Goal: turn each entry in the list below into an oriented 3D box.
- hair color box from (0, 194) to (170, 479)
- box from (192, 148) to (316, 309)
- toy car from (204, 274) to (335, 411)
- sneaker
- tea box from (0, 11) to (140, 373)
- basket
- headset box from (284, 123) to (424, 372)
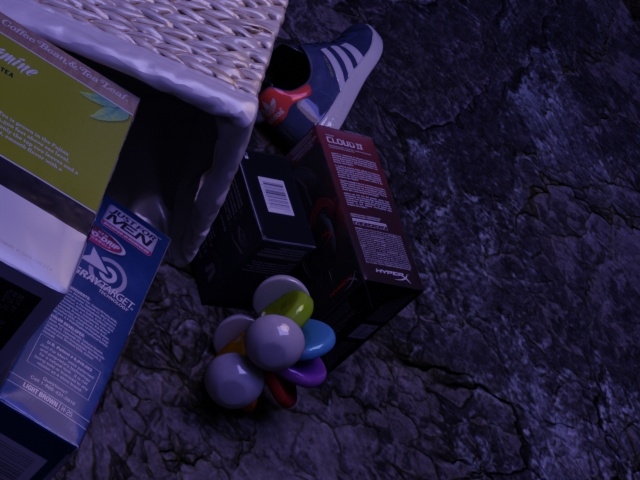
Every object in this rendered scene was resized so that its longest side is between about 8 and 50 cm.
[{"bbox_3d":[-0.294,0.122,1.542,0.105,0.174,0.347,35,38,-15],"label":"hair color box"},{"bbox_3d":[-0.102,-0.015,1.872,0.093,0.158,0.156,10,49,-37],"label":"box"},{"bbox_3d":[-0.057,0.146,1.751,0.136,0.182,0.159,40,21,-14],"label":"toy car"},{"bbox_3d":[-0.008,-0.284,2.243,0.148,0.131,0.350,41,37,-14],"label":"sneaker"},{"bbox_3d":[-0.388,-0.013,1.450,0.220,0.329,0.324,32,37,-17],"label":"tea box"},{"bbox_3d":[-0.241,-0.197,1.677,0.331,0.328,0.266,21,52,-7],"label":"basket"},{"bbox_3d":[0.000,0.000,1.907,0.110,0.218,0.293,12,49,-37],"label":"headset box"}]
